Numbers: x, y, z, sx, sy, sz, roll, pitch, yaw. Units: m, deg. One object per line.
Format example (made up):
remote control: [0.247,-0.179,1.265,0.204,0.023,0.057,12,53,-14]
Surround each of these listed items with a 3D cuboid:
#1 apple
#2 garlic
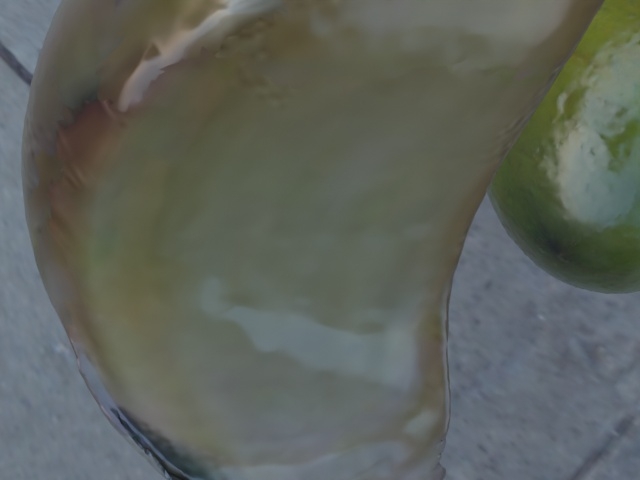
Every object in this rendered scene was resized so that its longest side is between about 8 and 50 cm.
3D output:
apple: [0.183,-0.065,1.060,0.157,0.196,0.196,41,88,23]
garlic: [-0.014,0.004,0.632,0.196,0.151,0.338,25,126,20]
